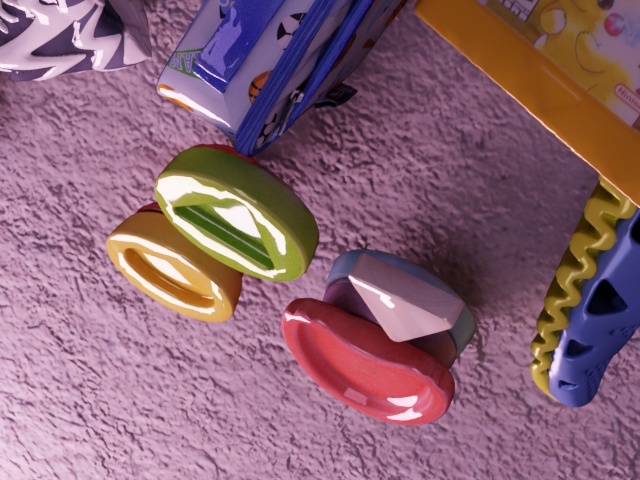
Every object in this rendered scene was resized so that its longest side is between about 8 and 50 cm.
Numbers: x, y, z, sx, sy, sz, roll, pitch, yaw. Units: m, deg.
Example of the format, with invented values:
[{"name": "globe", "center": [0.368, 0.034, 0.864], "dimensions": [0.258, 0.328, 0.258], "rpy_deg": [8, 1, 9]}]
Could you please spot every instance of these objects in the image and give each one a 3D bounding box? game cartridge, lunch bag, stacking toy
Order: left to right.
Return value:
[{"name": "stacking toy", "center": [0.000, 0.000, 1.431], "dimensions": [0.309, 0.130, 0.279], "rpy_deg": [30, 155, 2]}, {"name": "lunch bag", "center": [0.008, -0.202, 1.311], "dimensions": [0.115, 0.243, 0.303], "rpy_deg": [36, 120, 5]}, {"name": "game cartridge", "center": [0.240, -0.210, 1.237], "dimensions": [0.285, 0.052, 0.324], "rpy_deg": [44, 121, 25]}]

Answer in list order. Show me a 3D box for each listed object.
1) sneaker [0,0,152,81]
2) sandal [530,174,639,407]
[{"name": "sneaker", "center": [-0.249, -0.200, 1.438], "dimensions": [0.153, 0.235, 0.094], "rpy_deg": [-19, 63, 13]}, {"name": "sandal", "center": [0.260, 0.007, 1.375], "dimensions": [0.138, 0.126, 0.317], "rpy_deg": [26, 121, 6]}]
